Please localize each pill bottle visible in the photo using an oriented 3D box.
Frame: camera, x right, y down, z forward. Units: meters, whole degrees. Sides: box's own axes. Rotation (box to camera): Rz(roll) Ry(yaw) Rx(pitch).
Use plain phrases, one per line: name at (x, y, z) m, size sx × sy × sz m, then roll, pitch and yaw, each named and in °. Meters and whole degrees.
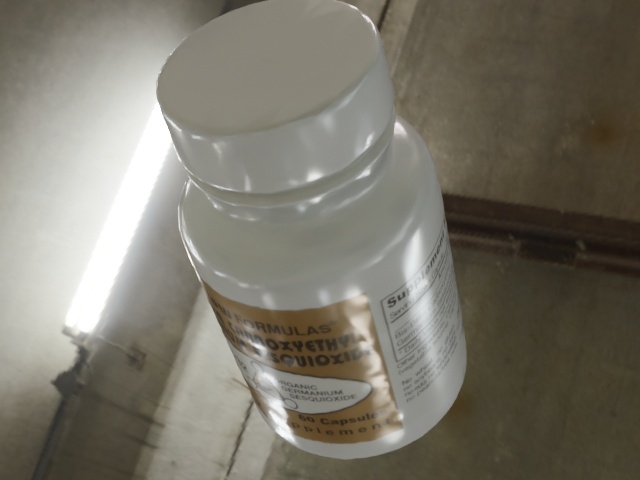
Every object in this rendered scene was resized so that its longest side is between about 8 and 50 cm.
pill bottle at (0.000, 0.000, 0.492) m, size 0.131 × 0.229 × 0.131 m, roll -9°, pitch -136°, yaw 8°
